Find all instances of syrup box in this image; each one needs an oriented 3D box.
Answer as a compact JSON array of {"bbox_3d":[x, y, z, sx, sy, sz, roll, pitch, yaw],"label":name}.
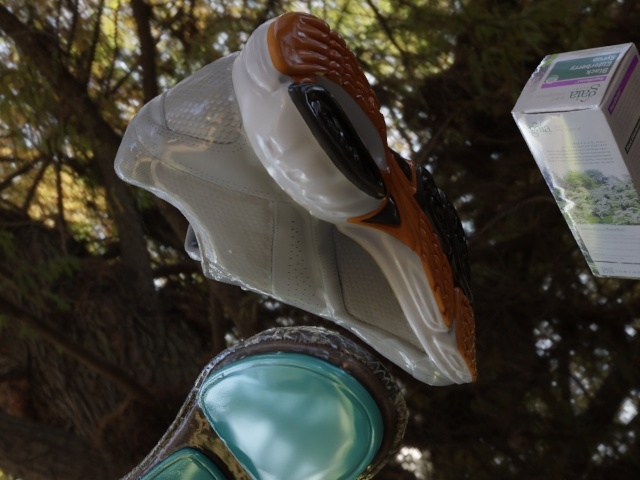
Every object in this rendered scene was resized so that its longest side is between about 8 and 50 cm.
[{"bbox_3d":[0.290,-0.071,0.822,0.096,0.093,0.237,-54,-55,-28],"label":"syrup box"}]

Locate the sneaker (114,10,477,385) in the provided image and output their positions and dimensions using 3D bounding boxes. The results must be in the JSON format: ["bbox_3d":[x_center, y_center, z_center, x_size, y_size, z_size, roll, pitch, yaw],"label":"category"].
[{"bbox_3d":[0.000,0.000,0.442,0.121,0.099,0.262,-16,-45,23],"label":"sneaker"}]

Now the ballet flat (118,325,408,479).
[{"bbox_3d":[-0.059,0.189,0.811,0.483,0.164,0.182,-45,-6,40],"label":"ballet flat"}]
